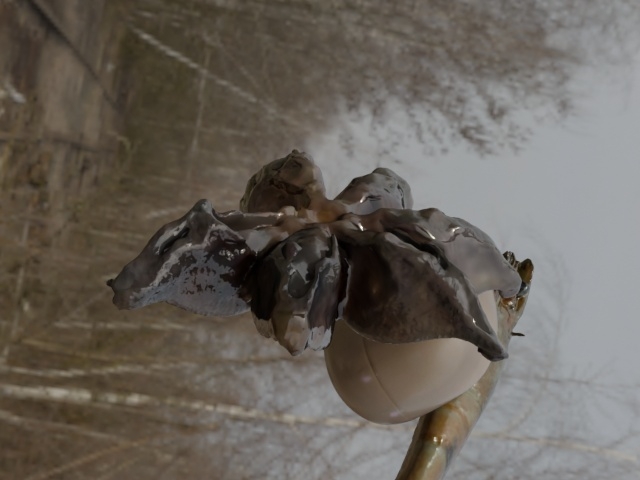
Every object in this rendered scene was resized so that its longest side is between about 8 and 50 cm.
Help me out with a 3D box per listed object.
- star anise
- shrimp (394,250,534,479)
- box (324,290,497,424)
[{"bbox_3d":[0.015,0.004,0.553,0.208,0.172,0.063,-43,144,-68],"label":"star anise"},{"bbox_3d":[0.113,0.143,0.997,0.296,0.058,0.169,-57,171,-35],"label":"shrimp"},{"bbox_3d":[0.071,0.062,0.927,0.146,0.088,0.200,-31,-157,17],"label":"box"}]
